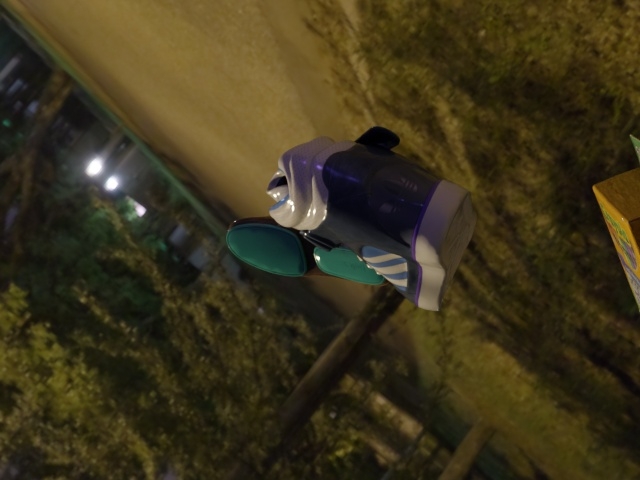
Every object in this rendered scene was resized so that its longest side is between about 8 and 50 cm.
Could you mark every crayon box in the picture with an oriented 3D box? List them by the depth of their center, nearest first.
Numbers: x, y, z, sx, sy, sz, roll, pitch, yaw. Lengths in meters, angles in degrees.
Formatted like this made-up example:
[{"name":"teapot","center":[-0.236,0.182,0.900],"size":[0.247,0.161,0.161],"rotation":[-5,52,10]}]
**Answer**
[{"name":"crayon box","center":[0.481,0.027,1.141],"size":[0.203,0.083,0.323],"rotation":[-72,-42,-72]}]

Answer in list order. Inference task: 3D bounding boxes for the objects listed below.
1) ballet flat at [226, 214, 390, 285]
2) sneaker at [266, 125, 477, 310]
[{"name":"ballet flat","center":[0.000,0.000,1.409],"size":[0.342,0.124,0.116],"rotation":[6,122,33]},{"name":"sneaker","center":[0.056,-0.028,0.974],"size":[0.236,0.130,0.323],"rotation":[22,169,15]}]
